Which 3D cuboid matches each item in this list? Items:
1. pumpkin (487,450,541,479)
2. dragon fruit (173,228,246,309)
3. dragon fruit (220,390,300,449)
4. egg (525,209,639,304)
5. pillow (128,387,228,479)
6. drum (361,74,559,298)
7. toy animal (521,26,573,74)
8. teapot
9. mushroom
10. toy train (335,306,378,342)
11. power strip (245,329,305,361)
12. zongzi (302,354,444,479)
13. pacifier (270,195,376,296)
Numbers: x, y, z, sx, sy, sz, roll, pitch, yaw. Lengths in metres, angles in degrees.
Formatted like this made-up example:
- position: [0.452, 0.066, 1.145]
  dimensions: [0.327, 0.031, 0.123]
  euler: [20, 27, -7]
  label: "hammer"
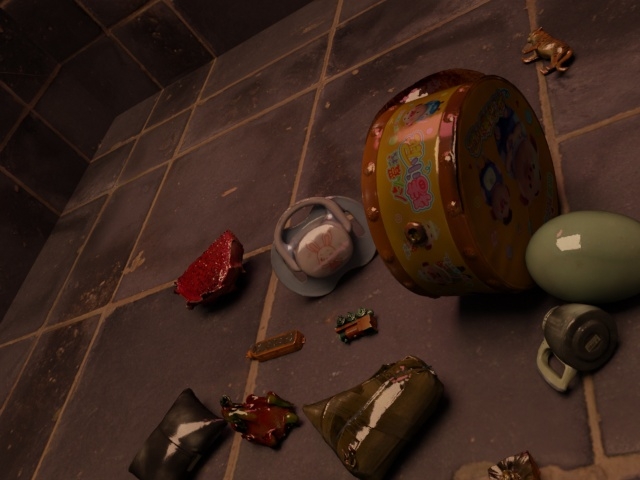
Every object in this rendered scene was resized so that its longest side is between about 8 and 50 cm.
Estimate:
- position: [0.314, 0.390, 1.056]
  dimensions: [0.083, 0.054, 0.074]
  euler: [-35, 30, 20]
  label: "pumpkin"
- position: [-0.298, 0.119, 1.908]
  dimensions: [0.274, 0.126, 0.161]
  euler: [-43, 43, 17]
  label: "dragon fruit"
- position: [-0.145, 0.402, 1.465]
  dimensions: [0.138, 0.175, 0.142]
  euler: [-97, 30, -61]
  label: "dragon fruit"
- position: [0.484, 0.029, 1.159]
  dimensions: [0.231, 0.168, 0.168]
  euler: [-2, 47, 14]
  label: "egg"
- position: [-0.347, 0.492, 1.559]
  dimensions: [0.186, 0.106, 0.250]
  euler: [22, 71, 46]
  label: "pillow"
- position: [0.284, -0.095, 1.285]
  dimensions: [0.214, 0.431, 0.431]
  euler: [-9, 47, 42]
  label: "drum"
- position: [0.596, -0.499, 1.720]
  dimensions: [0.099, 0.057, 0.241]
  euler: [-38, 34, 7]
  label: "toy animal"
- position: [0.441, 0.176, 1.140]
  dimensions: [0.111, 0.149, 0.108]
  euler: [-7, 14, -13]
  label: "teapot"
- position: [0.282, -0.270, 1.582]
  dimensions: [0.239, 0.345, 0.345]
  euler: [40, 83, 23]
  label: "mushroom"
- position: [0.081, 0.198, 1.505]
  dimensions: [0.103, 0.044, 0.064]
  euler: [-27, 48, 22]
  label: "toy train"
- position: [-0.118, 0.268, 1.638]
  dimensions: [0.178, 0.028, 0.049]
  euler: [-23, 40, 28]
  label: "power strip"
- position: [0.096, 0.311, 1.301]
  dimensions: [0.251, 0.125, 0.274]
  euler: [-48, 29, -6]
  label: "zongzi"
- position: [0.000, 0.000, 1.682]
  dimensions: [0.287, 0.238, 0.226]
  euler: [-42, 6, 5]
  label: "pacifier"
